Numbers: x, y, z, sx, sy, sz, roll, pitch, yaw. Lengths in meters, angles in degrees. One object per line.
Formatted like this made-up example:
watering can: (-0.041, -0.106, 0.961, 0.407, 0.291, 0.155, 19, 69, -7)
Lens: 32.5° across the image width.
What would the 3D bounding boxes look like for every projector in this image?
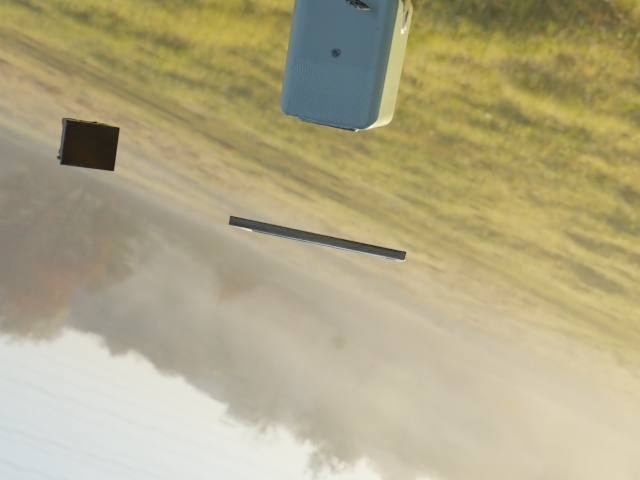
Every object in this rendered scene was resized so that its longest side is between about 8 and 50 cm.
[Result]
projector: (0.043, -0.289, 1.632, 0.163, 0.242, 0.177, 10, -169, 10)

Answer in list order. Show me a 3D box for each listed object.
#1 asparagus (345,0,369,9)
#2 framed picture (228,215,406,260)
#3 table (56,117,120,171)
asparagus: (0.003, -0.339, 1.430, 0.163, 0.016, 0.016, 26, -142, -37)
framed picture: (0.000, 0.000, 1.851, 0.289, 0.016, 0.213, 11, 179, 3)
table: (-0.366, -0.152, 1.715, 0.083, 0.070, 0.082, 6, -172, -22)
